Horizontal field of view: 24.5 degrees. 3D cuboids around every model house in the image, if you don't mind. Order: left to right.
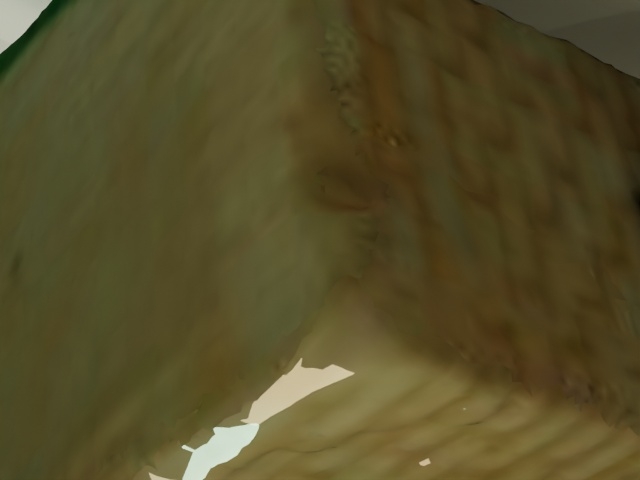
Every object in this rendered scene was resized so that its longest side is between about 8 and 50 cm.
[{"bbox_3d":[0.018,0.061,0.684,0.342,0.334,0.382,19,141,-33],"label":"model house"}]
